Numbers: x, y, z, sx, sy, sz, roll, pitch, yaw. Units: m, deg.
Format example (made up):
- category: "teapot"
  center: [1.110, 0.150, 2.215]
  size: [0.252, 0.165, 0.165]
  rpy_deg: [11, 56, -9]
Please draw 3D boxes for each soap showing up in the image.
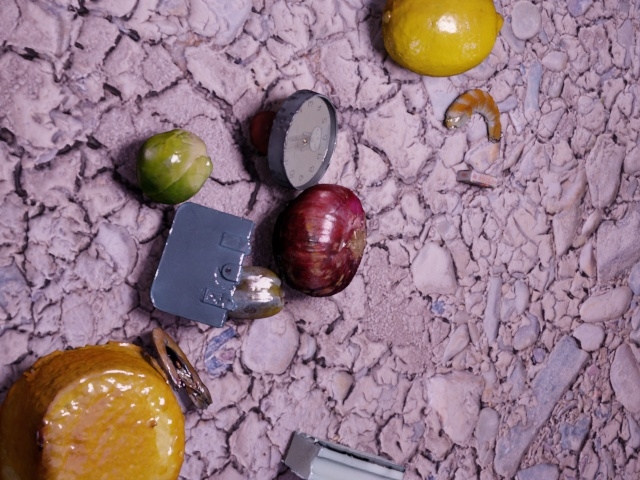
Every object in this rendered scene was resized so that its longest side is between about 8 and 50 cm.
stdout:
- category: "soap"
  center: [0.053, 0.508, 1.703]
  size: [0.261, 0.150, 0.094]
  rpy_deg: [24, 79, -26]

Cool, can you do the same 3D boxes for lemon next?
- category: "lemon"
  center: [0.266, -0.480, 1.708]
  size: [0.263, 0.236, 0.235]
  rpy_deg: [25, 81, -11]

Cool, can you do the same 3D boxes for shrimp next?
- category: "shrimp"
  center: [0.383, -0.288, 1.889]
  size: [0.161, 0.049, 0.166]
  rpy_deg: [-44, 119, -20]
- category: "shrimp"
  center: [-0.273, 0.269, 1.525]
  size: [0.046, 0.152, 0.219]
  rpy_deg: [-31, 113, -7]

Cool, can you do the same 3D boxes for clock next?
- category: "clock"
  center: [-0.033, -0.210, 1.610]
  size: [0.215, 0.042, 0.214]
  rpy_deg: [-38, 137, -46]

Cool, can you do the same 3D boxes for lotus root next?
- category: "lotus root"
  center: [-0.168, 0.109, 1.597]
  size: [0.192, 0.088, 0.113]
  rpy_deg: [3, 85, -14]

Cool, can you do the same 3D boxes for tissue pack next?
- category: "tissue pack"
  center: [0.387, -0.152, 1.884]
  size: [0.083, 0.063, 0.035]
  rpy_deg: [13, 89, -28]

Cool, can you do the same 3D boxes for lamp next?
- category: "lamp"
  center: [-0.106, -0.225, 1.610]
  size: [0.101, 0.090, 0.101]
  rpy_deg: [36, 41, -40]

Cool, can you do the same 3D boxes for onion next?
- category: "onion"
  center: [0.000, 0.000, 1.623]
  size: [0.246, 0.190, 0.246]
  rpy_deg: [-23, 118, -54]

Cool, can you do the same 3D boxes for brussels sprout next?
- category: "brussels sprout"
  center: [-0.296, -0.147, 1.504]
  size: [0.155, 0.118, 0.155]
  rpy_deg: [-2, 93, -49]

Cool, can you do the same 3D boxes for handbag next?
- category: "handbag"
  center: [-0.231, 0.049, 1.532]
  size: [0.179, 0.062, 0.229]
  rpy_deg: [17, 81, 1]

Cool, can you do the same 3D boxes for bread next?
- category: "bread"
  center: [-0.417, 0.378, 1.417]
  size: [0.337, 0.204, 0.358]
  rpy_deg: [-6, 99, -27]
